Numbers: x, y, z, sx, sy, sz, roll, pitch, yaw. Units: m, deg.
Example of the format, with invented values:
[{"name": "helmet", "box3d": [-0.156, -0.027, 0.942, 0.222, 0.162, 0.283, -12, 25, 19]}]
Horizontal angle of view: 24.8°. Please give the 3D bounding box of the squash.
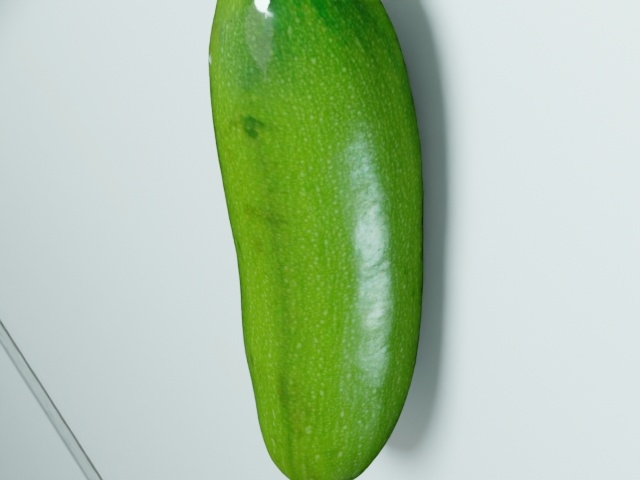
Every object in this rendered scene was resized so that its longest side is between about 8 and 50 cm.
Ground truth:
[{"name": "squash", "box3d": [0.002, -0.002, 0.607, 0.082, 0.082, 0.292, 38, 148, 36]}]
